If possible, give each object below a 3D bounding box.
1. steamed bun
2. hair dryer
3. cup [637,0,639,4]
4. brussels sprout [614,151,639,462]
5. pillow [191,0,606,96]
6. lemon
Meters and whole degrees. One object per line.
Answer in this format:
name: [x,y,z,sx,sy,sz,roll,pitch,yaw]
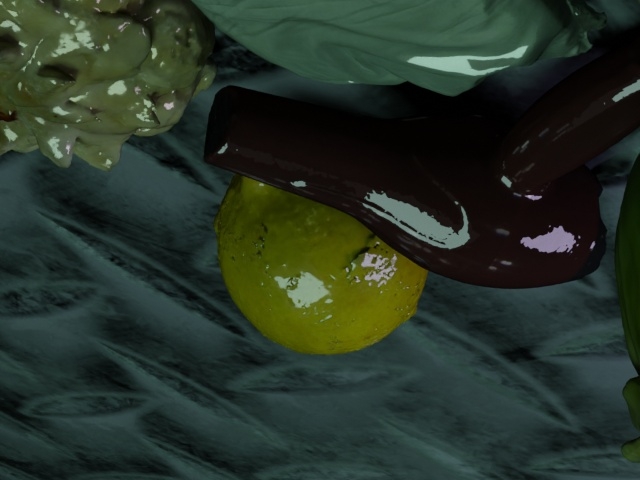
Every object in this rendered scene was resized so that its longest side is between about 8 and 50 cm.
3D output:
steamed bun: [-0.220,-0.151,1.222,0.292,0.137,0.295,38,152,-31]
hair dryer: [0.125,-0.089,1.137,0.313,0.123,0.340,18,147,-25]
cup: [0.216,-0.158,0.775,0.173,0.202,0.255,-31,120,17]
brussels sprout: [0.380,0.047,0.943,0.425,0.342,0.361,4,162,7]
pillow: [-0.014,-0.196,0.970,0.283,0.138,0.310,5,153,48]
lemon: [0.000,0.000,1.343,0.173,0.173,0.206,3,148,32]
